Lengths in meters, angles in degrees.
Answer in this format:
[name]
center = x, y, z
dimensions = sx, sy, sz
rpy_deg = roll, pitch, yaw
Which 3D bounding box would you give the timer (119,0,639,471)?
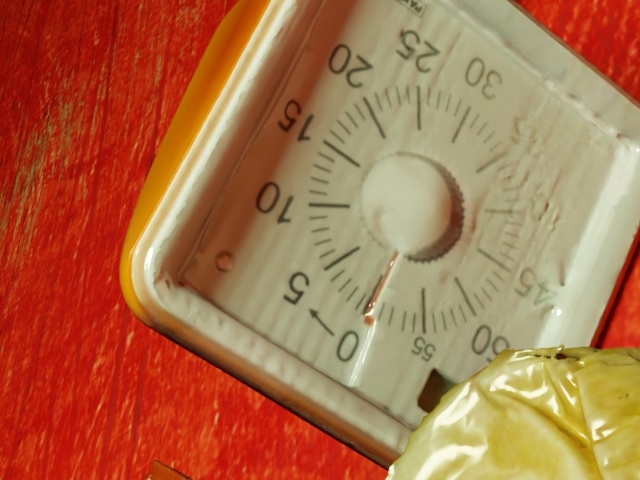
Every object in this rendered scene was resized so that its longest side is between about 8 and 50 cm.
[timer]
center = 0.033, -0.006, 0.718
dimensions = 0.161, 0.257, 0.250
rpy_deg = -27, 36, 50

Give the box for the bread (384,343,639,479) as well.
[bread]
center = 0.128, 0.148, 0.528
dimensions = 0.240, 0.139, 0.240
rpy_deg = -32, 39, 30

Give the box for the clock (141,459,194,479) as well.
[clock]
center = -0.095, 0.215, 0.866
dimensions = 0.113, 0.061, 0.155
rpy_deg = -60, 26, -11
